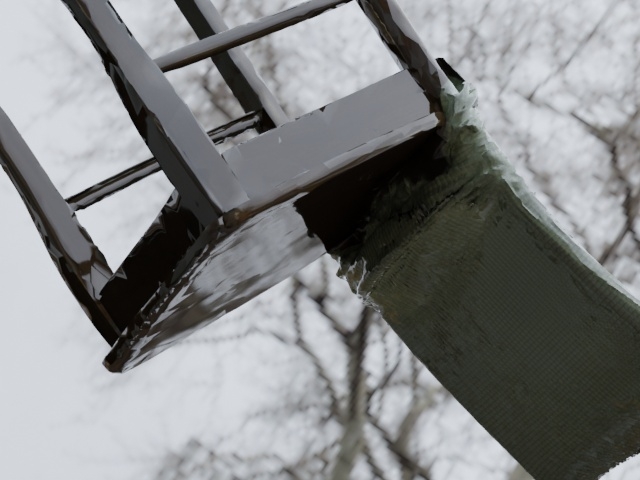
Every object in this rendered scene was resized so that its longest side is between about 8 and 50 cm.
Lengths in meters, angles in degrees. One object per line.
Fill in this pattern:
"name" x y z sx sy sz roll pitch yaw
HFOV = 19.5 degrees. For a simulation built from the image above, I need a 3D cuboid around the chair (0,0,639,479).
"chair" 0.000 0.000 0.831 0.319 0.186 0.160 55 -37 9
